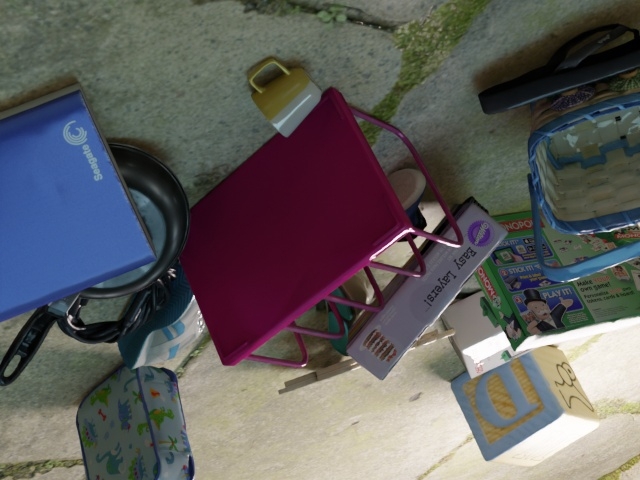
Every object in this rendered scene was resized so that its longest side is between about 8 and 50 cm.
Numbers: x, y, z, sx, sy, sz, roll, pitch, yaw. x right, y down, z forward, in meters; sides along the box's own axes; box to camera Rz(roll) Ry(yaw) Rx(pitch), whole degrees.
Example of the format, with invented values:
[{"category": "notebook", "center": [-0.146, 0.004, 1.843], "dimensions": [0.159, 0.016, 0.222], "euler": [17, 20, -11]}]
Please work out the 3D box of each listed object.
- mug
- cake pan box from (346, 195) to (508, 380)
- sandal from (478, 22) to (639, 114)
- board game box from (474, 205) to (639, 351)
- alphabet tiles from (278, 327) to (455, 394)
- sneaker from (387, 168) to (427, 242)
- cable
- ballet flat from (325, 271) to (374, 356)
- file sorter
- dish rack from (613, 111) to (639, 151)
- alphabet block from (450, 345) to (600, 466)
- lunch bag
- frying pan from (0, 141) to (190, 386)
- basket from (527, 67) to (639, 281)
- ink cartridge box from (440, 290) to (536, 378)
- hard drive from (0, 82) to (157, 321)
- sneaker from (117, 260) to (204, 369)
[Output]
[{"category": "mug", "center": [-0.036, -0.159, 1.173], "dimensions": [0.064, 0.062, 0.078], "euler": [-39, 155, 10]}, {"category": "cake pan box", "center": [0.142, 0.059, 1.458], "dimensions": [0.267, 0.070, 0.246], "euler": [-50, -179, 4]}, {"category": "sandal", "center": [0.315, -0.221, 1.309], "dimensions": [0.254, 0.054, 0.097], "euler": [-20, -167, 0]}, {"category": "board game box", "center": [0.390, 0.045, 1.657], "dimensions": [0.317, 0.213, 0.046], "euler": [-8, 147, -26]}, {"category": "alphabet tiles", "center": [0.073, 0.197, 1.769], "dimensions": [0.278, 0.021, 0.284], "euler": [-24, 171, 38]}, {"category": "sneaker", "center": [0.119, -0.045, 1.465], "dimensions": [0.084, 0.058, 0.152], "euler": [5, 144, -32]}, {"category": "cable", "center": [-0.254, 0.066, 1.326], "dimensions": [0.150, 0.047, 0.184], "euler": [-13, 146, -29]}, {"category": "ballet flat", "center": [0.046, 0.093, 1.636], "dimensions": [0.086, 0.086, 0.248], "euler": [-19, 152, -9]}, {"category": "file sorter", "center": [0.000, 0.000, 1.317], "dimensions": [0.290, 0.202, 0.182], "euler": [-39, 151, 24]}, {"category": "dish rack", "center": [0.523, -0.137, 1.559], "dimensions": [0.208, 0.074, 0.271], "euler": [-14, 163, 14]}, {"category": "alphabet block", "center": [0.415, 0.330, 2.165], "dimensions": [0.193, 0.192, 0.197], "euler": [-36, 147, 24]}, {"category": "lunch bag", "center": [-0.278, 0.301, 1.580], "dimensions": [0.176, 0.219, 0.090], "euler": [-41, 140, 25]}, {"category": "frying pan", "center": [-0.294, 0.024, 1.198], "dimensions": [0.326, 0.053, 0.197], "euler": [-36, 121, 3]}, {"category": "basket", "center": [0.373, -0.087, 1.322], "dimensions": [0.254, 0.289, 0.201], "euler": [-18, 135, 13]}, {"category": "ink cartridge box", "center": [0.335, 0.142, 1.895], "dimensions": [0.219, 0.092, 0.160], "euler": [-26, 150, 3]}, {"category": "hard drive", "center": [-0.357, -0.010, 1.107], "dimensions": [0.318, 0.040, 0.210], "euler": [-22, 121, -4]}, {"category": "sneaker", "center": [-0.200, 0.093, 1.448], "dimensions": [0.092, 0.087, 0.229], "euler": [-10, 155, -37]}]
